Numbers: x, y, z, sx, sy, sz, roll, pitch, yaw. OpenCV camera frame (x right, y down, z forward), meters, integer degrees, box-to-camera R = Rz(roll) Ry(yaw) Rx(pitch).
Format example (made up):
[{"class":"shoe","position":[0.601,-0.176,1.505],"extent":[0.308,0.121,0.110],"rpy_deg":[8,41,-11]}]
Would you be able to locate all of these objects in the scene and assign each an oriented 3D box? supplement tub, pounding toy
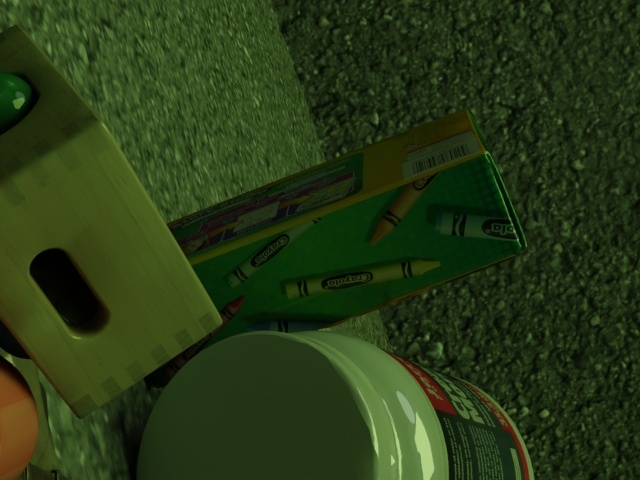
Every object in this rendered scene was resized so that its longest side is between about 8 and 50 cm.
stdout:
[{"class":"supplement tub","position":[0.021,0.167,0.831],"extent":[0.272,0.191,0.191],"rpy_deg":[28,42,-59]},{"class":"pounding toy","position":[-0.133,-0.017,0.490],"extent":[0.130,0.100,0.141],"rpy_deg":[44,-15,49]}]

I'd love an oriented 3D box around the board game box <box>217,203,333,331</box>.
[{"class":"board game box","position":[-0.031,0.136,1.167],"extent":[0.316,0.064,0.242],"rpy_deg":[-98,167,-54]}]

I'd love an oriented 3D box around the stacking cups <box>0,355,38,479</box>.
[{"class":"stacking cups","position":[-0.157,0.065,0.330],"extent":[0.316,0.096,0.096],"rpy_deg":[-28,100,-84]}]

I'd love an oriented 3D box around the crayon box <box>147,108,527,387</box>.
[{"class":"crayon box","position":[0.000,0.000,0.894],"extent":[0.165,0.279,0.081],"rpy_deg":[-81,149,-74]}]

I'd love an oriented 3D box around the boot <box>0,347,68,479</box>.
[{"class":"boot","position":[-0.147,0.083,0.543],"extent":[0.087,0.042,0.118],"rpy_deg":[-98,167,-45]}]
